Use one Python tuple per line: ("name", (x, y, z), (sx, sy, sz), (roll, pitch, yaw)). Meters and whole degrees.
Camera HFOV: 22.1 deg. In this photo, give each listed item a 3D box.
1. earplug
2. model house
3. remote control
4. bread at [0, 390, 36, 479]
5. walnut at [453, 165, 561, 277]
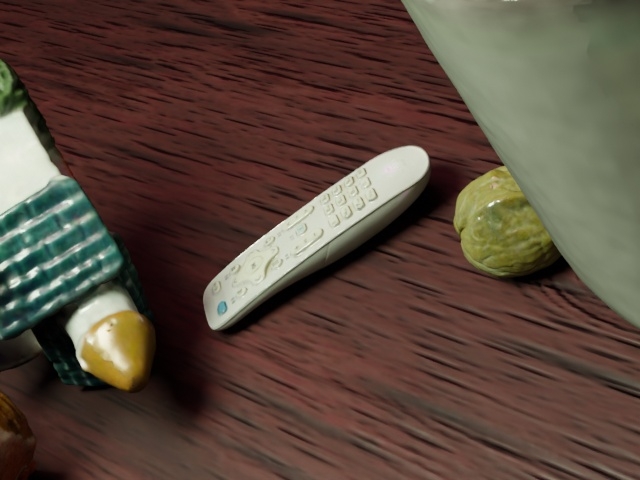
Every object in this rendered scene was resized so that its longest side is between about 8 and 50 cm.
("earplug", (0.251, -0.106, 0.985), (0.312, 0.394, 0.313), (-22, 37, 18))
("model house", (-0.245, 0.041, 1.324), (0.190, 0.271, 0.301), (-31, 47, -13))
("remote control", (0.000, 0.000, 1.357), (0.229, 0.044, 0.073), (-37, 32, 8))
("bread", (-0.333, 0.147, 1.290), (0.212, 0.224, 0.142), (13, 55, 19))
("walnut", (0.144, -0.015, 1.230), (0.092, 0.092, 0.092), (-21, 37, 17))
